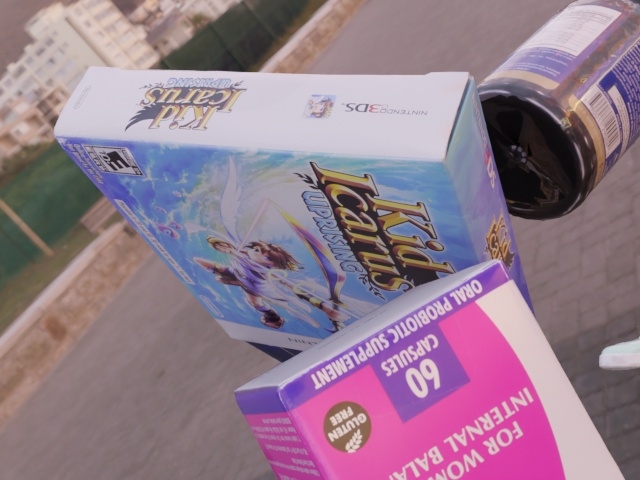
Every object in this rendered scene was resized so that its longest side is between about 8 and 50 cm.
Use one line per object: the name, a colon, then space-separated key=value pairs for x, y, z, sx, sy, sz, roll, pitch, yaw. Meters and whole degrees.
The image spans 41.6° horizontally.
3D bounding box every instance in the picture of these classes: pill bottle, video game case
pill bottle: x=0.214 y=-0.124 z=0.691 sx=0.219 sy=0.123 sz=0.123 roll=-42 pitch=12 yaw=-31
video game case: x=0.000 y=0.000 z=0.554 sx=0.244 sy=0.269 sz=0.061 roll=5 pitch=60 yaw=25

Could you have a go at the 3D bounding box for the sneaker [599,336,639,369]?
sneaker: x=0.516 y=0.101 z=1.250 sx=0.256 sy=0.151 sz=0.094 roll=-16 pitch=-10 yaw=-4

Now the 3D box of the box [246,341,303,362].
box: x=0.064 y=0.082 z=0.931 sx=0.184 sy=0.261 sz=0.103 roll=-49 pitch=18 yaw=29

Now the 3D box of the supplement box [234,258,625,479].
supplement box: x=0.068 y=0.135 z=0.371 sx=0.111 sy=0.220 sz=0.114 roll=-28 pitch=-2 yaw=-19
